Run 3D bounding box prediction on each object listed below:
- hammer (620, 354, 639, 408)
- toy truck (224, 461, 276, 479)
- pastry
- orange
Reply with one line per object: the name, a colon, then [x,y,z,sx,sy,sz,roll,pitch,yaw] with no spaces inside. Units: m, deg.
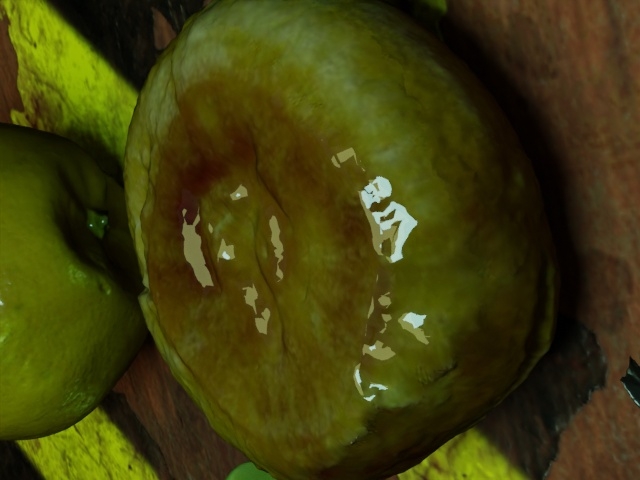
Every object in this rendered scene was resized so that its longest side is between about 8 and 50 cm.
hammer: [0.221,-0.009,0.712,0.125,0.027,0.297,16,119,39]
toy truck: [-0.080,0.308,1.122,0.187,0.148,0.210,-39,56,53]
pastry: [0.000,0.000,0.870,0.356,0.164,0.355,24,121,47]
orange: [-0.262,0.028,1.103,0.235,0.279,0.279,-37,76,16]
